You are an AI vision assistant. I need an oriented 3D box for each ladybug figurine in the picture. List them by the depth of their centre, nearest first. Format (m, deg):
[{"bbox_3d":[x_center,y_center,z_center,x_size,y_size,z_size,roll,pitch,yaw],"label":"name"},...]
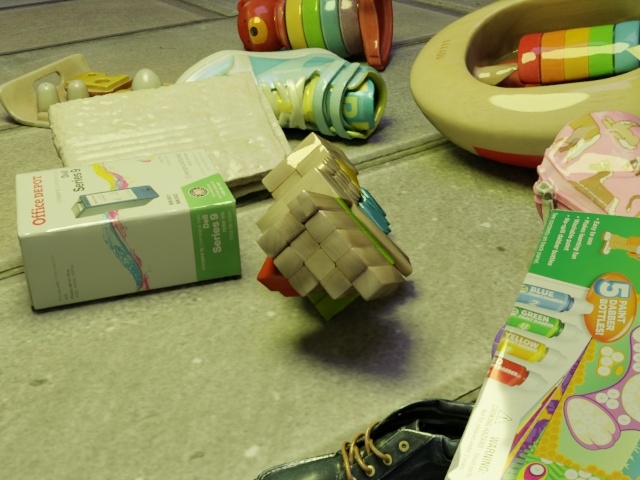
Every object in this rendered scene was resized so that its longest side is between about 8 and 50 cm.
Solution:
[{"bbox_3d":[0.342,-0.202,1.074,0.449,0.162,0.305,2,50,28],"label":"ladybug figurine"}]

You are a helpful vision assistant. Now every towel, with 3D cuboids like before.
[{"bbox_3d":[-0.185,-0.120,1.043,0.282,0.049,0.187,-12,55,-18],"label":"towel"}]

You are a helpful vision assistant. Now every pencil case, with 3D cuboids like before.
[{"bbox_3d":[0.338,0.014,0.730,0.167,0.160,0.386,-37,32,3],"label":"pencil case"}]

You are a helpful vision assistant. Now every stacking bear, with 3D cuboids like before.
[{"bbox_3d":[-0.020,-0.412,1.571,0.289,0.175,0.164,-1,29,17],"label":"stacking bear"}]

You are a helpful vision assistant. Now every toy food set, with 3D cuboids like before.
[{"bbox_3d":[-0.318,-0.250,1.326,0.306,0.092,0.219,9,30,18],"label":"toy food set"}]

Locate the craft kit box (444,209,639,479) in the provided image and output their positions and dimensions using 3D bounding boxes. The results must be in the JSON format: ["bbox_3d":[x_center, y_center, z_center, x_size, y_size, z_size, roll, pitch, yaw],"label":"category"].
[{"bbox_3d":[0.228,0.086,0.484,0.247,0.061,0.250,9,44,25],"label":"craft kit box"}]

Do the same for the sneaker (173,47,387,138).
[{"bbox_3d":[-0.042,-0.201,1.189,0.319,0.127,0.208,-22,33,-32],"label":"sneaker"}]

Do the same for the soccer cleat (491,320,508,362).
[{"bbox_3d":[0.187,0.149,0.536,0.116,0.108,0.318,-16,33,-18],"label":"soccer cleat"}]

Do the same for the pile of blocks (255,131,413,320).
[{"bbox_3d":[0.000,0.000,0.854,0.113,0.149,0.362,-42,13,14],"label":"pile of blocks"}]

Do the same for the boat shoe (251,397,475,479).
[{"bbox_3d":[0.036,0.149,0.558,0.183,0.083,0.065,-2,28,-2],"label":"boat shoe"}]

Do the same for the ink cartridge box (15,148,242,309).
[{"bbox_3d":[-0.204,-0.017,0.877,0.212,0.093,0.154,-11,30,-14],"label":"ink cartridge box"}]

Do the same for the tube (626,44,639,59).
[{"bbox_3d":[0.460,-0.207,0.884,0.240,0.062,0.070,-10,-8,-1],"label":"tube"}]
